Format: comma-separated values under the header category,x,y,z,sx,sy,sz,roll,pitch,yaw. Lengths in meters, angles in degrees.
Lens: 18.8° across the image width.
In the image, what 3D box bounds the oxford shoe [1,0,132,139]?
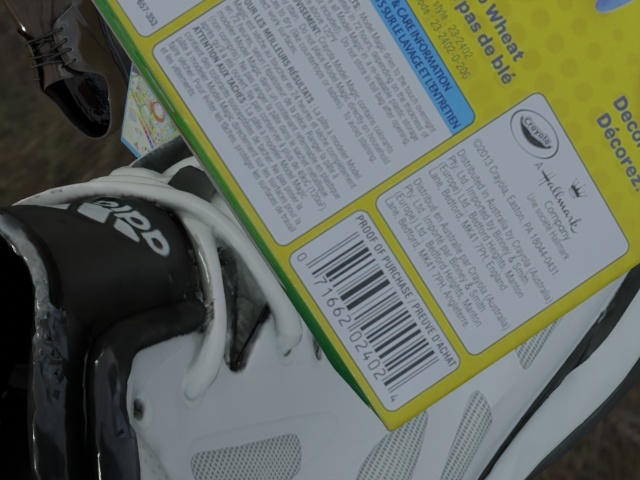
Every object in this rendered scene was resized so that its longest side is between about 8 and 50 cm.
category,x,y,z,sx,sy,sz,roll,pitch,yaw
oxford shoe,-0.239,-0.190,1.774,0.083,0.096,0.227,-22,119,21

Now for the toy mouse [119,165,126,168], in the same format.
category,x,y,z,sx,sy,sz,roll,pitch,yaw
toy mouse,-0.192,0.020,1.584,0.031,0.143,0.161,26,70,3

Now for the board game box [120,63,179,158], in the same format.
category,x,y,z,sx,sy,sz,roll,pitch,yaw
board game box,-0.107,-0.098,1.450,0.026,0.154,0.103,1,111,-26

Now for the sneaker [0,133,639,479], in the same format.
category,x,y,z,sx,sy,sz,roll,pitch,yaw
sneaker,0.001,0.001,0.603,0.169,0.257,0.447,20,75,22

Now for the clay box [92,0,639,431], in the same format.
category,x,y,z,sx,sy,sz,roll,pitch,yaw
clay box,0.066,-0.081,0.361,0.222,0.053,0.127,-34,107,-5
